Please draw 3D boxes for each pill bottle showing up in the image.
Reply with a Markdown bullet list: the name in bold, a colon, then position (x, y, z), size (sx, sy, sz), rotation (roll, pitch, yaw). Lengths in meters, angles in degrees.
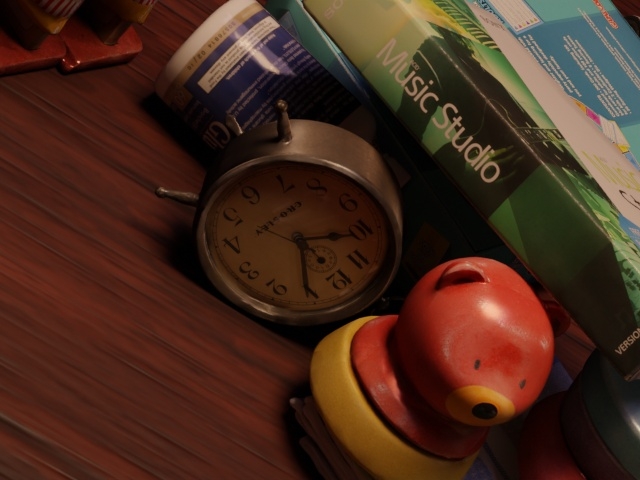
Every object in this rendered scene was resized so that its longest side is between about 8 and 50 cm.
- **pill bottle**: position (-0.023, -0.077, 1.297), size (0.169, 0.094, 0.094), rotation (44, 32, 2)

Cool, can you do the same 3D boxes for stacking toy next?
- **stacking toy**: position (0.169, 0.149, 1.149), size (0.309, 0.130, 0.279), rotation (16, 41, -37)

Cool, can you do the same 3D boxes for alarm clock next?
- **alarm clock**: position (0.000, 0.000, 1.208), size (0.192, 0.129, 0.064), rotation (47, 27, -21)

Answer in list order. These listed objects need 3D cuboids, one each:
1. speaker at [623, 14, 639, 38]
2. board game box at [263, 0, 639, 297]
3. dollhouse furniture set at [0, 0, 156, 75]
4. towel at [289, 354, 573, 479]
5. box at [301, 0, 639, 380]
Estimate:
- **speaker**: position (0.336, -0.164, 1.825), size (0.136, 0.055, 0.055), rotation (22, 38, -30)
- **board game box**: position (0.137, -0.095, 1.465), size (0.336, 0.079, 0.254), rotation (-14, 62, -43)
- **dollhouse furniture set**: position (-0.210, -0.308, 1.261), size (0.152, 0.201, 0.374), rotation (-12, 62, -53)
- **towel**: position (0.122, 0.163, 1.234), size (0.285, 0.034, 0.209), rotation (-9, 59, -52)
- **box**: position (0.148, -0.043, 1.234), size (0.322, 0.058, 0.232), rotation (49, 17, 22)
